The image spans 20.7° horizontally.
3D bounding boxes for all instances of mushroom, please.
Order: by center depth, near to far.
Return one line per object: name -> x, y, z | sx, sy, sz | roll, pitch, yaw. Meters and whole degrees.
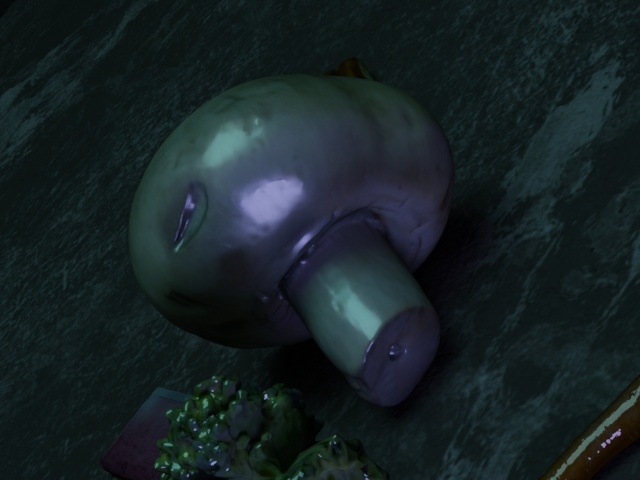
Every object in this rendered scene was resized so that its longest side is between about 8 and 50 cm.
mushroom -> -0.008, -0.027, 1.816 | 0.353, 0.353, 0.325 | 7, 68, 56

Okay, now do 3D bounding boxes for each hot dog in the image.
hot dog -> 0.041, -0.193, 2.294 | 0.071, 0.045, 0.165 | -39, 26, 8

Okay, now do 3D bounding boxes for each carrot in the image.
carrot -> 0.256, 0.156, 1.486 | 0.248, 0.043, 0.043 | -44, 26, -2

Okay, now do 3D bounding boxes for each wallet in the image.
wallet -> -0.153, 0.225, 1.932 | 0.119, 0.025, 0.232 | -51, 28, -21

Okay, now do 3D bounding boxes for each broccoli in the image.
broccoli -> -0.087, 0.294, 1.444 | 0.338, 0.277, 0.317 | -24, -21, -28
